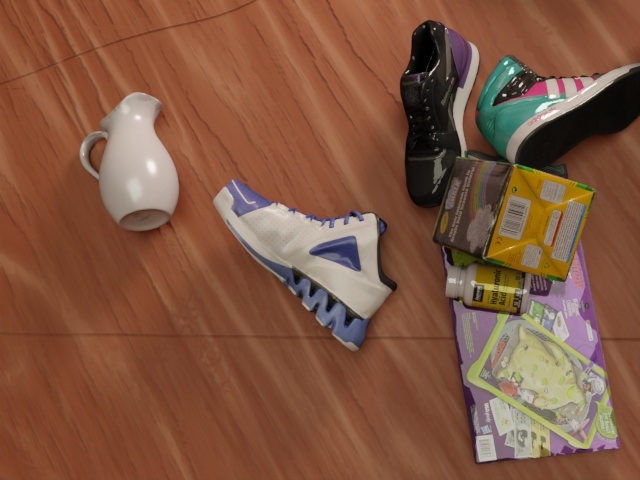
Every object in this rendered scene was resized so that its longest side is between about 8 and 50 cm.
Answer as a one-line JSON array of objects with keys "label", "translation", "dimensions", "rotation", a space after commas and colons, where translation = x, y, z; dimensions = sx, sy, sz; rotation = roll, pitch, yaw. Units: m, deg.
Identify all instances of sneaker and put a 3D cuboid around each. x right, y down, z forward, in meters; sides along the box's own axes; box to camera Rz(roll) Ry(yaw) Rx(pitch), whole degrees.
[{"label": "sneaker", "translation": [0.156, -0.194, 1.222], "dimensions": [0.107, 0.124, 0.283], "rotation": [-2, 75, 41]}, {"label": "sneaker", "translation": [0.001, 0.001, 1.244], "dimensions": [0.315, 0.127, 0.182], "rotation": [44, 87, 7]}, {"label": "sneaker", "translation": [0.302, -0.109, 1.235], "dimensions": [0.167, 0.065, 0.076], "rotation": [24, 70, 11]}, {"label": "sneaker", "translation": [0.349, -0.217, 1.209], "dimensions": [0.296, 0.123, 0.178], "rotation": [-25, 47, -21]}]

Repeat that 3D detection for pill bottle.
[{"label": "pill bottle", "translation": [0.242, 0.067, 1.161], "dimensions": [0.116, 0.065, 0.065], "rotation": [7, 82, 13]}]

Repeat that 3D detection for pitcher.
[{"label": "pitcher", "translation": [-0.323, -0.115, 1.329], "dimensions": [0.178, 0.125, 0.207], "rotation": [-26, 65, 27]}]

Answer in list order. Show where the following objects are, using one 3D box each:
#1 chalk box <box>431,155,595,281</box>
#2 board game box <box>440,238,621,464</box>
[{"label": "chalk box", "translation": [0.251, -0.036, 1.118], "dimensions": [0.132, 0.213, 0.132], "rotation": [15, 95, -17]}, {"label": "board game box", "translation": [0.305, 0.144, 1.192], "dimensions": [0.208, 0.056, 0.346], "rotation": [-10, 79, 14]}]
